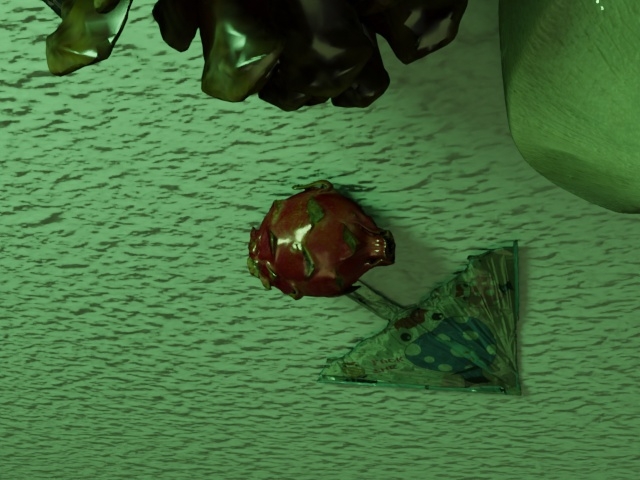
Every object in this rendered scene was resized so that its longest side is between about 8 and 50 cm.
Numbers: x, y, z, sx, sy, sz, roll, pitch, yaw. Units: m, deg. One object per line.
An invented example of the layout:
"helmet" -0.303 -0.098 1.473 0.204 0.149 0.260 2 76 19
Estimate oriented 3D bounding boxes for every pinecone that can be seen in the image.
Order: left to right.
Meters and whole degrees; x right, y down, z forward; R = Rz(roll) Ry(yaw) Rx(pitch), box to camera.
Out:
"pinecone" -0.015 -0.236 0.481 0.384 0.384 0.384 6 134 6

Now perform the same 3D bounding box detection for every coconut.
"coconut" 0.249 -0.135 0.557 0.237 0.266 0.237 0 134 0

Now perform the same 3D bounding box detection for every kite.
"kite" 0.134 0.117 0.999 0.368 0.014 0.406 33 132 -18

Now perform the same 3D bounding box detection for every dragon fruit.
"dragon fruit" 0.000 0.000 0.844 0.165 0.133 0.136 -2 175 16

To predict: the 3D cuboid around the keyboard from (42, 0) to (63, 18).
"keyboard" -0.297 -0.291 0.699 0.061 0.013 0.204 -29 121 33
